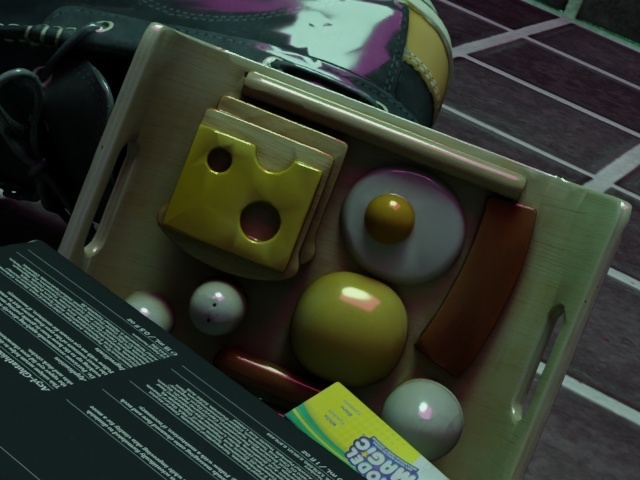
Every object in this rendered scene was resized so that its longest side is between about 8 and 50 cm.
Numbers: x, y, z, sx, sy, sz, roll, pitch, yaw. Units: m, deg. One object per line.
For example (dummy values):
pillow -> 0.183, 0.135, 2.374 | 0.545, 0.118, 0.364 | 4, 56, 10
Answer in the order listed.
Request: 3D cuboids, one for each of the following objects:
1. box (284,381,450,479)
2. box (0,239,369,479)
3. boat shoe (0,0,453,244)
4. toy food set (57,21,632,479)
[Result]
box -> 0.052, 0.165, 0.778 | 0.043, 0.105, 0.179 | -31, 46, -26
box -> -0.133, 0.112, 0.741 | 0.261, 0.103, 0.184 | 33, 22, 28
boat shoe -> -0.160, -0.092, 1.020 | 0.500, 0.187, 0.156 | 1, 51, 3
toy food set -> 0.001, 0.024, 0.895 | 0.306, 0.220, 0.092 | 21, 4, 0
